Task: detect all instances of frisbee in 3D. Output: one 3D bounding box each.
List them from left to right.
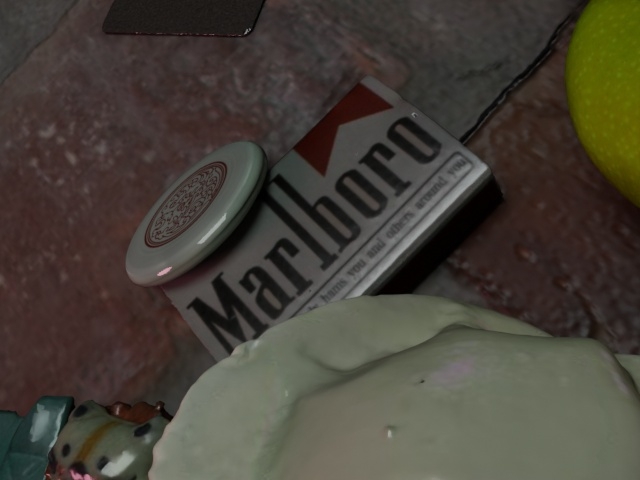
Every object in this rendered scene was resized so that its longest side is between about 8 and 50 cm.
[{"bbox_3d":[-0.075,-0.018,0.580,0.110,0.014,0.110,-33,29,21],"label":"frisbee"}]

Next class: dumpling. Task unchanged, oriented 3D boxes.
[{"bbox_3d":[0.065,0.088,0.397,0.251,0.132,0.179,8,44,6],"label":"dumpling"}]

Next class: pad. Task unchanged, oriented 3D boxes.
[{"bbox_3d":[-0.074,-0.242,0.738,0.142,0.003,0.212,9,68,31],"label":"pad"}]

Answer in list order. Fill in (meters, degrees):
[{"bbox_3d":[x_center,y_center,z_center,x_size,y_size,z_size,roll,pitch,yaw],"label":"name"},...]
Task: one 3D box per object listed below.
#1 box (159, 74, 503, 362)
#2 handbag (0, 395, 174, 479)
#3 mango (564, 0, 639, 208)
[{"bbox_3d":[0.000,0.000,0.546,0.177,0.036,0.115,-45,51,0],"label":"box"},{"bbox_3d":[-0.111,0.207,0.449,0.268,0.100,0.274,-2,64,28],"label":"handbag"},{"bbox_3d":[0.229,-0.061,0.398,0.293,0.143,0.175,16,70,43],"label":"mango"}]
